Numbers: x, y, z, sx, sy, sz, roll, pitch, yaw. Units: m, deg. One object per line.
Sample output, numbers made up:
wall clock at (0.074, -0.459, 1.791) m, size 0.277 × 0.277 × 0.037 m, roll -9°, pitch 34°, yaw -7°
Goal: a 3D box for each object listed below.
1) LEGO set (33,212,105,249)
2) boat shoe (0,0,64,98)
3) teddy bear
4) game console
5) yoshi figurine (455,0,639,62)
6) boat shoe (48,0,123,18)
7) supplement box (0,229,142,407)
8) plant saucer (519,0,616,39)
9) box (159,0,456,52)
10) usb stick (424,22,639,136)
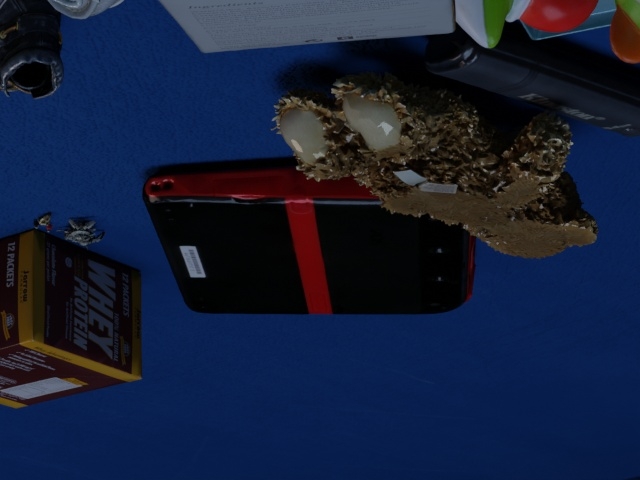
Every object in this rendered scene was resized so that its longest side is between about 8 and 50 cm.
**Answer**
LEGO set at (-0.267, -0.007, 2.045) m, size 0.083 × 0.023 × 0.054 m, roll 6°, pitch 158°, yaw -22°
boat shoe at (-0.252, -0.146, 1.581) m, size 0.065 × 0.083 × 0.183 m, roll 3°, pitch 159°, yaw -16°
teddy bear at (0.115, -0.085, 1.761) m, size 0.338 × 0.113 × 0.245 m, roll 14°, pitch 158°, yaw -21°
game console at (0.000, 0.000, 2.074) m, size 0.342 × 0.060 × 0.386 m, roll 1°, pitch 160°, yaw 4°
yoshi figurine at (0.193, -0.245, 1.325) m, size 0.362 × 0.203 × 0.203 m, roll 15°, pitch 116°, yaw -7°
boat shoe at (-0.174, -0.235, 1.252) m, size 0.118 × 0.103 × 0.320 m, roll 42°, pitch 159°, yaw 7°
supplement box at (-0.334, 0.093, 2.157) m, size 0.194 × 0.129 × 0.191 m, roll -15°, pitch 156°, yaw 30°
plant saucer at (0.261, -0.204, 1.589) m, size 0.192 × 0.018 × 0.067 m, roll -10°, pitch 158°, yaw 18°
box at (-0.017, -0.241, 1.051) m, size 0.168 × 0.215 × 0.345 m, roll -4°, pitch 176°, yaw 4°
usb stick at (0.210, -0.142, 1.709) m, size 0.278 × 0.045 × 0.077 m, roll 13°, pitch 158°, yaw -39°
